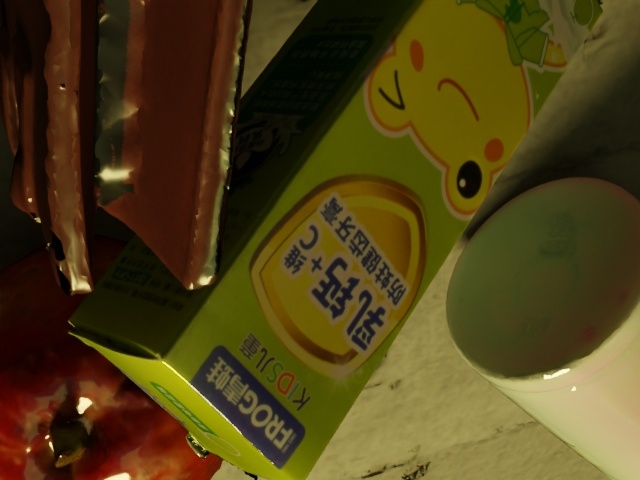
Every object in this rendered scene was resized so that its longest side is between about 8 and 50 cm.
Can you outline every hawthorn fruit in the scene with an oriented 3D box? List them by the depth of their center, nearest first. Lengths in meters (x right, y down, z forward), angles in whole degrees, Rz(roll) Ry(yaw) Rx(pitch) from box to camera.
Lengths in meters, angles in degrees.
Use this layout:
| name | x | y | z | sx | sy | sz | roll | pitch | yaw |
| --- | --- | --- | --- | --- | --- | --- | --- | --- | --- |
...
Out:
| name | x | y | z | sx | sy | sz | roll | pitch | yaw |
| --- | --- | --- | --- | --- | --- | --- | --- | --- | --- |
| hawthorn fruit | -0.125 | 0.090 | 0.576 | 0.179 | 0.200 | 0.179 | -2 | 102 | -10 |

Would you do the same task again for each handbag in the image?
| name | x | y | z | sx | sy | sz | roll | pitch | yaw |
| --- | --- | --- | --- | --- | --- | --- | --- | --- | --- |
| handbag | -0.084 | -0.153 | 0.390 | 0.084 | 0.260 | 0.275 | -4 | 126 | -23 |

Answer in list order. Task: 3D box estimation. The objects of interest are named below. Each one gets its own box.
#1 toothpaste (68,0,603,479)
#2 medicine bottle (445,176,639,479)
| name | x | y | z | sx | sy | sz | roll | pitch | yaw |
| --- | --- | --- | --- | --- | --- | --- | --- | --- | --- |
| toothpaste | 0.023 | -0.046 | 0.529 | 0.327 | 0.077 | 0.110 | -55 | 130 | -21 |
| medicine bottle | 0.218 | 0.084 | 0.746 | 0.152 | 0.152 | 0.254 | -43 | 128 | 10 |
